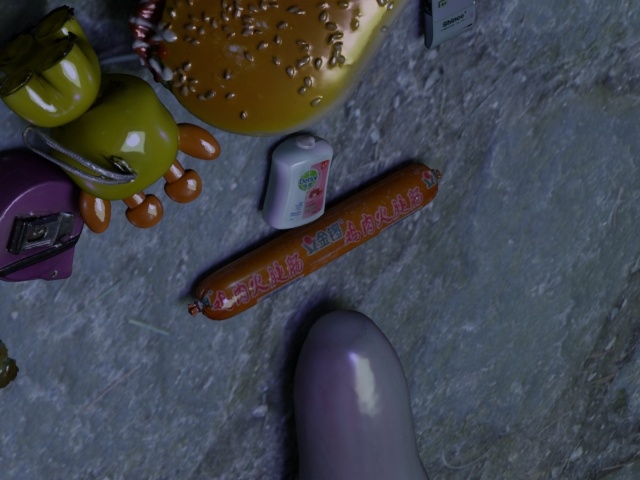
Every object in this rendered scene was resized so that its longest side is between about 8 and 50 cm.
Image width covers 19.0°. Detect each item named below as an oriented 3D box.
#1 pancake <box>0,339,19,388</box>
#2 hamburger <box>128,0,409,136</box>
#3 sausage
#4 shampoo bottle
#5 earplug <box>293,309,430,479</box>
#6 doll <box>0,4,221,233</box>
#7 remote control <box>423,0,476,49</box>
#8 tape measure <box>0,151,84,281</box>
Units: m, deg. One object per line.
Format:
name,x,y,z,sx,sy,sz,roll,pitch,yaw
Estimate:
pancake,-0.424,0.170,1.720,0.376,0.054,0.197,-19,122,-50
hamburger,-0.034,-0.234,1.684,0.295,0.227,0.151,-60,167,9
sausage,0.000,0.000,2.073,0.347,0.053,0.053,-29,140,-27
shampoo bottle,-0.022,-0.066,1.997,0.072,0.043,0.099,-19,135,-36
earplug,0.039,0.205,2.224,0.172,0.172,0.301,-31,135,-26
doll,-0.187,-0.098,1.674,0.143,0.135,0.221,-32,125,7
remote control,0.129,-0.277,1.984,0.065,0.029,0.166,-28,135,-26
tape measure,-0.266,-0.020,1.746,0.125,0.074,0.118,-11,128,-45
